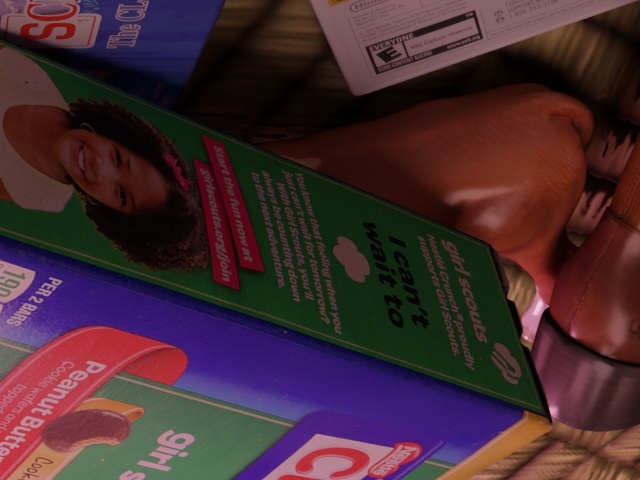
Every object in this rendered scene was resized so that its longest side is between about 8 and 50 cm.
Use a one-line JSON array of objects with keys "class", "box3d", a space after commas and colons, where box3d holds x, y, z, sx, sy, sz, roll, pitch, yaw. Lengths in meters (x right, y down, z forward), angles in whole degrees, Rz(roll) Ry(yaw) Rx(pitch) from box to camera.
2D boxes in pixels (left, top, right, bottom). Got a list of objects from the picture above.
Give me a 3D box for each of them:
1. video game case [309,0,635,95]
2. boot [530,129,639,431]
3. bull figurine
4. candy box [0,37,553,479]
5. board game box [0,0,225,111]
[{"class": "video game case", "box3d": [0.095, -0.165, 0.760, 0.227, 0.026, 0.206, -18, 150, 7]}, {"class": "boot", "box3d": [0.238, -0.046, 0.913, 0.264, 0.096, 0.280, -5, 123, -40]}, {"class": "bull figurine", "box3d": [0.000, 0.000, 0.891, 0.310, 0.101, 0.188, -11, 143, 1]}, {"class": "candy box", "box3d": [-0.101, 0.068, 0.761, 0.317, 0.122, 0.268, 19, 135, -39]}, {"class": "board game box", "box3d": [-0.197, -0.113, 0.636, 0.318, 0.066, 0.319, 0, 165, -13]}]
